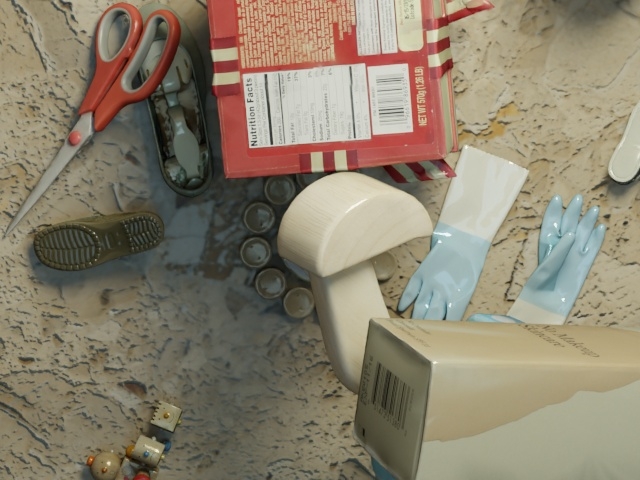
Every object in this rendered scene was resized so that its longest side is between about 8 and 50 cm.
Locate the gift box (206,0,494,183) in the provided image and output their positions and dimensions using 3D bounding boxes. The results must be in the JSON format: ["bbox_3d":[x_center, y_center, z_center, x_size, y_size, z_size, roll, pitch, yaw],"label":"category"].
[{"bbox_3d":[0.038,-0.177,1.558,0.276,0.258,0.255,0,97,6],"label":"gift box"}]

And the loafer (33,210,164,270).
[{"bbox_3d":[-0.236,-0.001,1.657,0.148,0.050,0.056,-6,96,9],"label":"loafer"}]

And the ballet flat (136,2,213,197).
[{"bbox_3d":[-0.153,-0.149,1.635,0.072,0.068,0.213,-13,100,-5],"label":"ballet flat"}]

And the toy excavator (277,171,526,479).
[{"bbox_3d":[0.136,0.163,1.541,0.445,0.222,0.433,3,105,-35],"label":"toy excavator"}]

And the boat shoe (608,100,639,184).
[{"bbox_3d":[0.367,-0.118,1.728,0.046,0.038,0.125,27,90,20],"label":"boat shoe"}]

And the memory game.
[{"bbox_3d":[0.000,0.000,1.707,0.186,0.012,0.186,-1,98,-7],"label":"memory game"}]

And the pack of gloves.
[{"bbox_3d":[0.209,0.035,1.724,0.195,0.046,0.232,22,95,-11],"label":"pack of gloves"}]

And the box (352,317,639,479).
[{"bbox_3d":[0.202,0.149,1.396,0.311,0.148,0.121,3,102,-23],"label":"box"}]

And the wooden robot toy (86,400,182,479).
[{"bbox_3d":[-0.219,0.251,1.688,0.079,0.076,0.173,24,94,0],"label":"wooden robot toy"}]

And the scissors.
[{"bbox_3d":[-0.242,-0.117,1.621,0.109,0.021,0.297,29,94,29],"label":"scissors"}]
